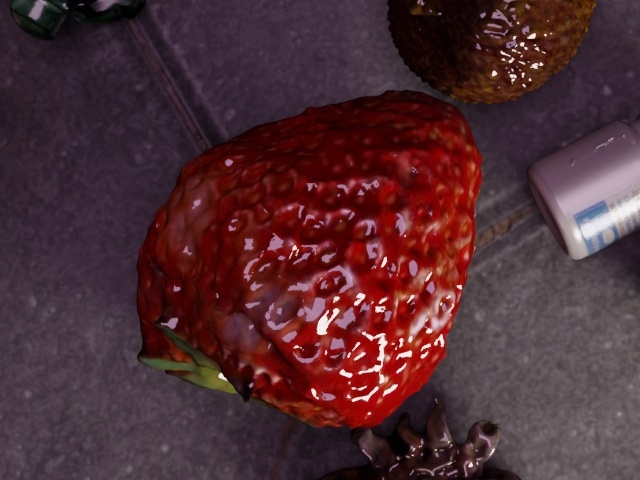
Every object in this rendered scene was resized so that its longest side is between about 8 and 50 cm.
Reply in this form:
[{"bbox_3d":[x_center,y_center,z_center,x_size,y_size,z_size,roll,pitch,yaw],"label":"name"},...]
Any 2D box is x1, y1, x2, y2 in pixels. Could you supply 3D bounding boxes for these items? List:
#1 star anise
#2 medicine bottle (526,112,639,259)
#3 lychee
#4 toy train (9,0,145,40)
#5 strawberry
[{"bbox_3d":[0.095,0.259,1.512,0.220,0.099,0.214,-39,79,2],"label":"star anise"},{"bbox_3d":[0.285,-0.061,1.501,0.168,0.105,0.105,-28,88,2],"label":"medicine bottle"},{"bbox_3d":[0.154,-0.217,1.471,0.194,0.194,0.194,0,90,3],"label":"lychee"},{"bbox_3d":[-0.231,-0.323,1.507,0.202,0.145,0.266,32,91,6],"label":"toy train"},{"bbox_3d":[-0.011,0.006,1.430,0.292,0.292,0.310,13,97,3],"label":"strawberry"}]
